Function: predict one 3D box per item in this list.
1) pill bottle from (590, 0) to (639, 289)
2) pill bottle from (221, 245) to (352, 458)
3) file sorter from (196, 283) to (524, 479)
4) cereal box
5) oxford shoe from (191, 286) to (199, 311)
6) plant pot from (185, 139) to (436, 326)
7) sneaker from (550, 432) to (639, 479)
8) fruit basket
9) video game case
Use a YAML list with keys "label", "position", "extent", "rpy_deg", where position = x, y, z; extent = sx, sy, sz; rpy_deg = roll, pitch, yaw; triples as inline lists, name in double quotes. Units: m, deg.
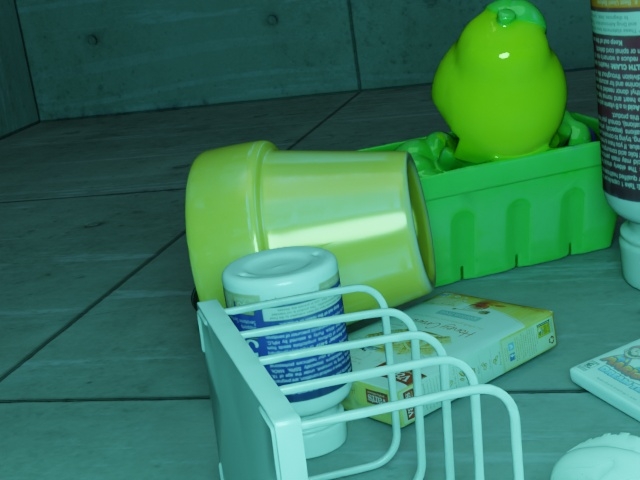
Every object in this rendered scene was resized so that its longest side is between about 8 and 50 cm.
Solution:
- label: "pill bottle"
  position: [0.446, -0.145, 1.386]
  extent: [0.224, 0.392, 0.224]
  rpy_deg: [-7, 16, 2]
- label: "pill bottle"
  position: [-0.027, 0.108, 1.113]
  extent: [0.112, 0.186, 0.112]
  rpy_deg: [-8, 15, 2]
- label: "file sorter"
  position: [0.022, 0.162, 0.904]
  extent: [0.173, 0.192, 0.278]
  rpy_deg: [-10, 16, -15]
- label: "cereal box"
  position: [0.112, 0.121, 1.252]
  extent: [0.240, 0.047, 0.173]
  rpy_deg: [-20, 18, -36]
- label: "oxford shoe"
  position: [-0.054, 0.063, 1.489]
  extent: [0.227, 0.082, 0.096]
  rpy_deg: [-12, 24, -2]
- label: "plant pot"
  position: [0.000, 0.000, 1.324]
  extent: [0.239, 0.254, 0.254]
  rpy_deg: [-10, 15, 11]
- label: "sneaker"
  position: [0.237, 0.210, 0.827]
  extent: [0.095, 0.090, 0.235]
  rpy_deg: [-27, 21, -25]
- label: "fruit basket"
  position: [0.223, -0.146, 1.559]
  extent: [0.392, 0.392, 0.283]
  rpy_deg: [-12, 16, -13]
- label: "video game case"
  position: [0.345, 0.131, 1.124]
  extent: [0.143, 0.019, 0.157]
  rpy_deg: [-20, 20, -17]
